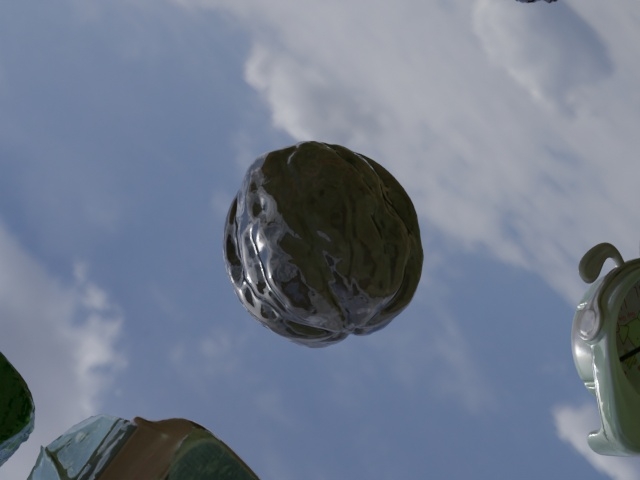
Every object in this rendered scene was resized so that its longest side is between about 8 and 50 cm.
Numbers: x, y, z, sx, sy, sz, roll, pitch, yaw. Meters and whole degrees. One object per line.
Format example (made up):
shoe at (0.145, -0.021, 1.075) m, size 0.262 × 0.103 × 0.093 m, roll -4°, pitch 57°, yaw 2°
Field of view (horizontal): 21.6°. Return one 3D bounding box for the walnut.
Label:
walnut at (0.000, 0.000, 1.731) m, size 0.224 × 0.224 × 0.224 m, roll 37°, pitch -159°, yaw -17°

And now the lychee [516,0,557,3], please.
lychee at (0.169, -0.292, 1.188) m, size 0.236 × 0.271 × 0.236 m, roll 31°, pitch 162°, yaw 11°

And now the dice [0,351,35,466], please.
dice at (-0.363, 0.176, 1.642) m, size 0.128 × 0.131 × 0.120 m, roll 47°, pitch -139°, yaw 8°

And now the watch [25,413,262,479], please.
watch at (-0.159, 0.251, 1.486) m, size 0.241 × 0.162 × 0.253 m, roll 10°, pitch 143°, yaw 50°

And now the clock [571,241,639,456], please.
clock at (0.289, 0.089, 1.493) m, size 0.151 × 0.062 × 0.191 m, roll -14°, pitch -88°, yaw -31°
